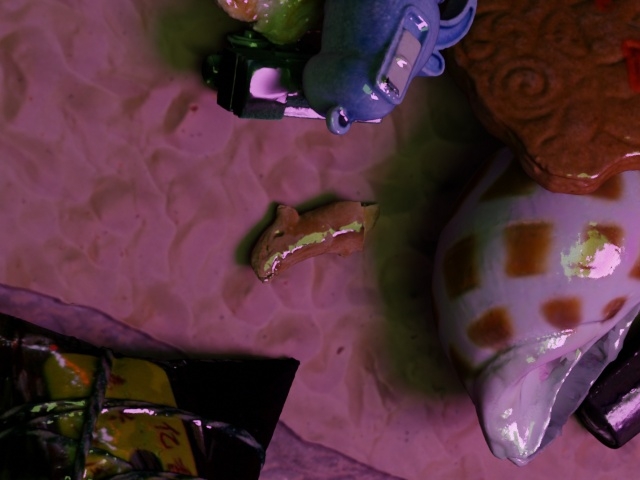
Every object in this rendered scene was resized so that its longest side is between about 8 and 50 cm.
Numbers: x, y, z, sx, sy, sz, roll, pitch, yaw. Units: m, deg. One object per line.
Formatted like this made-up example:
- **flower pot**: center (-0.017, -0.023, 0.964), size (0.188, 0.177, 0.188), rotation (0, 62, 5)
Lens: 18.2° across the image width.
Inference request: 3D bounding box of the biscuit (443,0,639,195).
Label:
- **biscuit**: center (0.238, -0.174, 1.742), size (0.257, 0.273, 0.049), rotation (-18, 150, -15)

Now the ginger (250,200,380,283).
- **ginger**: center (-0.001, -0.006, 1.778), size (0.137, 0.044, 0.057), rotation (-17, 128, -18)

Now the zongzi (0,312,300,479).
- **zongzi**: center (-0.138, 0.219, 1.675), size (0.362, 0.319, 0.383), rotation (-3, 69, -35)

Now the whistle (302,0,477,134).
- **whistle**: center (0.058, -0.202, 1.644), size (0.180, 0.093, 0.269), rotation (42, 59, -36)

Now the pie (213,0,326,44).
- **pie**: center (-0.036, -0.269, 1.657), size (0.248, 0.090, 0.201), rotation (40, 74, -38)

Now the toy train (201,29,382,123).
- **toy train**: center (-0.013, -0.135, 1.701), size (0.170, 0.111, 0.071), rotation (2, 107, -25)

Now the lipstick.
- **lipstick**: center (0.374, 0.090, 1.953), size (0.299, 0.081, 0.081), rotation (-37, 115, -10)

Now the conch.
- **conch**: center (0.221, 0.008, 1.801), size (0.368, 0.197, 0.249), rotation (-48, 149, -6)
